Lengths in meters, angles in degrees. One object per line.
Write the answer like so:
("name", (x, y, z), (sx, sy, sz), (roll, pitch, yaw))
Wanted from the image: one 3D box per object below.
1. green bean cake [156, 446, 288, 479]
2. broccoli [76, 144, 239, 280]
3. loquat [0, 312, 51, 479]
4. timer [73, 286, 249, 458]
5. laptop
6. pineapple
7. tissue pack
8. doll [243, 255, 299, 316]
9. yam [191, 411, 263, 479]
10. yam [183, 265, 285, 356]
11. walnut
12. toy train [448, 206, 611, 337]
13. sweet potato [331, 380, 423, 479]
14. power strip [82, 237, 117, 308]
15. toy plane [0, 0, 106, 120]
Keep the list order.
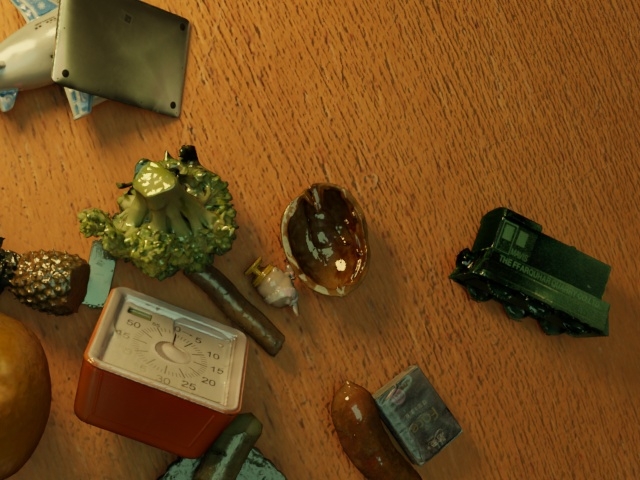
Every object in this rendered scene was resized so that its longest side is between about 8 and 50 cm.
("green bean cake", (-0.175, 0.425, 1.621), (0.185, 0.094, 0.183), (45, 76, -6))
("broccoli", (-0.269, -0.068, 1.561), (0.263, 0.243, 0.246), (9, 71, 1))
("loquat", (-0.574, 0.242, 1.417), (0.329, 0.328, 0.328), (1, 85, -15))
("timer", (-0.260, 0.206, 1.567), (0.258, 0.161, 0.250), (22, 38, -10))
("laptop", (-0.336, -0.329, 1.607), (0.269, 0.015, 0.187), (11, 83, -48))
("pineapple", (-0.518, 0.050, 1.562), (0.252, 0.125, 0.125), (12, 83, -2))
("tissue pack", (0.178, 0.325, 1.745), (0.112, 0.051, 0.156), (-36, 95, -16))
("doll", (-0.072, 0.080, 1.688), (0.127, 0.073, 0.084), (44, 73, -4))
("yam", (-0.154, 0.350, 1.560), (0.070, 0.070, 0.146), (32, 77, -10))
("yam", (-0.157, 0.114, 1.674), (0.241, 0.057, 0.057), (45, 76, -9))
("walnut", (0.000, 0.002, 1.704), (0.167, 0.087, 0.211), (-13, 91, -22))
("toy train", (0.416, 0.067, 1.788), (0.330, 0.138, 0.178), (24, 76, -13))
("sweet potato", (0.100, 0.385, 1.704), (0.097, 0.097, 0.291), (-34, 104, -15))
("power strip", (-0.384, 0.052, 1.635), (0.051, 0.019, 0.136), (11, 83, -11))
("toy plane", (-0.468, -0.324, 1.590), (0.267, 0.123, 0.266), (3, 82, -21))
